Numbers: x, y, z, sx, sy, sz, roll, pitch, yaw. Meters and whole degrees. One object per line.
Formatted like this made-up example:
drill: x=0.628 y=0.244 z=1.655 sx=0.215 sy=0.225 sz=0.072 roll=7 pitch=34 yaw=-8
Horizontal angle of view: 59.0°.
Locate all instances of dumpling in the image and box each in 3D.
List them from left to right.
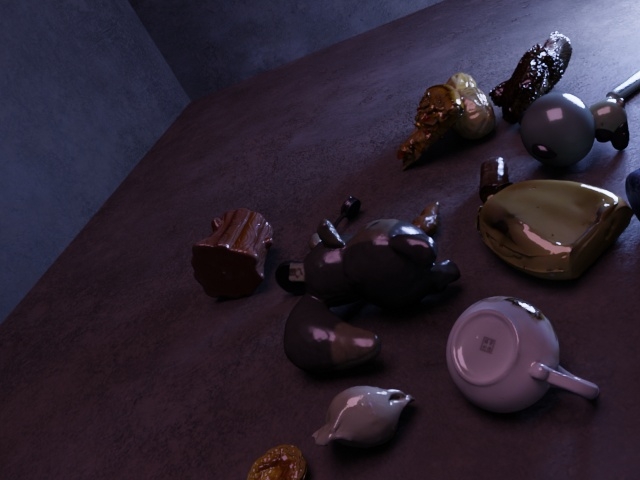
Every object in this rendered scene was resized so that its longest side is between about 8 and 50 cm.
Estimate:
dumpling: x=0.077 y=0.332 z=1.070 sx=0.155 sy=0.181 sz=0.111 roll=149 pitch=128 yaw=-66

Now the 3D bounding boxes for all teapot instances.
teapot: x=0.332 y=0.206 z=1.000 sx=0.298 sy=0.139 sz=0.204 roll=28 pitch=90 yaw=51

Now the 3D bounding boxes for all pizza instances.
pizza: x=0.330 y=-0.382 z=1.765 sx=0.287 sy=0.074 sz=0.251 roll=-45 pitch=23 yaw=39

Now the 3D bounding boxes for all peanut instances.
peanut: x=0.461 y=-0.426 z=1.785 sx=0.147 sy=0.147 sz=0.306 roll=-23 pitch=32 yaw=12

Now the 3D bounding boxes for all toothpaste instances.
toothpaste: x=0.871 y=-0.438 z=1.569 sx=0.255 sy=0.037 sz=0.067 roll=-33 pitch=31 yaw=-13

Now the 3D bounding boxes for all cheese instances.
cheese: x=0.479 y=-0.039 z=1.243 sx=0.259 sy=0.128 sz=0.316 roll=-35 pitch=37 yaw=-22

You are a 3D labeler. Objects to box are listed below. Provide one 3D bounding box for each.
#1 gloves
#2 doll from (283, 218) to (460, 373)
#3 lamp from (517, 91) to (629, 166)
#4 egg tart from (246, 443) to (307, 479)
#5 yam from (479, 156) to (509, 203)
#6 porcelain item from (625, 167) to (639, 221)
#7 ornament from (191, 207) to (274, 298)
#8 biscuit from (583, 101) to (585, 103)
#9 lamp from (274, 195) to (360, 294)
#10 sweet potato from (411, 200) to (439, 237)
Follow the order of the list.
gloves: x=0.627 y=-0.479 z=1.694 sx=0.312 sy=0.135 sz=0.210 roll=-44 pitch=-6 yaw=-33
doll: x=0.118 y=0.123 z=1.274 sx=0.382 sy=0.252 sz=0.379 roll=-4 pitch=71 yaw=41
lamp: x=0.630 y=-0.284 z=1.422 sx=0.243 sy=0.198 sz=0.198 roll=-8 pitch=34 yaw=4
egg tart: x=-0.080 y=0.448 z=1.070 sx=0.130 sy=0.052 sz=0.130 roll=-22 pitch=33 yaw=15
yam: x=0.450 y=-0.154 z=1.468 sx=0.079 sy=0.079 sz=0.141 roll=-13 pitch=36 yaw=26
porcelain item: x=0.683 y=-0.088 z=1.113 sx=0.114 sy=0.147 sz=0.147 roll=-26 pitch=31 yaw=10
ornament: x=-0.256 y=0.028 z=1.680 sx=0.235 sy=0.221 sz=0.218 roll=-43 pitch=17 yaw=34
biscuit: x=0.667 y=-0.347 z=1.595 sx=0.181 sy=0.049 sz=0.208 roll=-20 pitch=34 yaw=15
lamp: x=0.029 y=0.016 z=1.597 sx=0.108 sy=0.130 sz=0.371 roll=26 pitch=45 yaw=29
sweet potato: x=0.283 y=-0.048 z=1.476 sx=0.068 sy=0.068 sz=0.226 roll=-3 pitch=27 yaw=37
